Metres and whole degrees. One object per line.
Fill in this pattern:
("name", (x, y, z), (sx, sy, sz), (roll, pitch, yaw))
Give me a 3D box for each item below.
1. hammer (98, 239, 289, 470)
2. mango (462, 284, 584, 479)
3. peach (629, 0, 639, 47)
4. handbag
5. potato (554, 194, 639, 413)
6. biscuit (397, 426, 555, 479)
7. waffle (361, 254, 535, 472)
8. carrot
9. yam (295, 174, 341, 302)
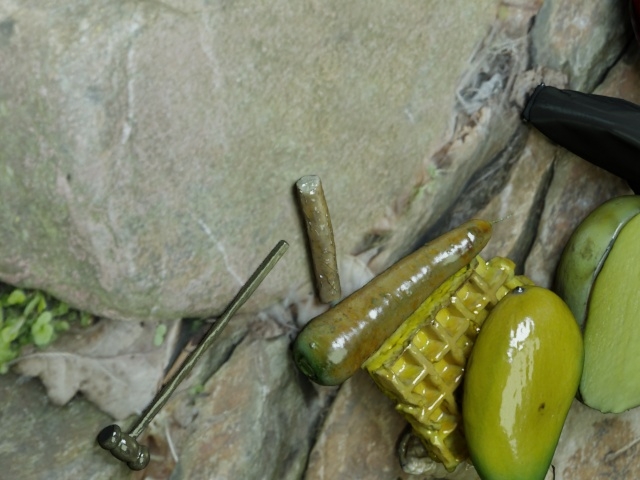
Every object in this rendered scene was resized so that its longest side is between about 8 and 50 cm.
("hammer", (-0.125, 0.116, 1.826), (0.292, 0.029, 0.058), (-51, 125, -5))
("mango", (0.217, 0.167, 1.890), (0.137, 0.091, 0.237), (20, 83, -29))
("peach", (0.488, -0.273, 1.835), (0.406, 0.310, 0.335), (56, 41, -24))
("handbag", (0.372, -0.100, 1.886), (0.223, 0.247, 0.080), (30, 85, -34))
("potato", (0.329, 0.065, 1.999), (0.160, 0.111, 0.271), (-15, 121, -31))
("biscuit", (0.189, 0.266, 2.029), (0.219, 0.055, 0.061), (18, 64, -30))
("waffle", (0.181, 0.145, 1.953), (0.229, 0.057, 0.219), (-46, 118, -22))
("carrot", (0.096, 0.053, 1.896), (0.298, 0.078, 0.078), (-37, 121, -15))
("yam", (0.000, 0.000, 1.846), (0.032, 0.032, 0.145), (-21, 118, -21))
